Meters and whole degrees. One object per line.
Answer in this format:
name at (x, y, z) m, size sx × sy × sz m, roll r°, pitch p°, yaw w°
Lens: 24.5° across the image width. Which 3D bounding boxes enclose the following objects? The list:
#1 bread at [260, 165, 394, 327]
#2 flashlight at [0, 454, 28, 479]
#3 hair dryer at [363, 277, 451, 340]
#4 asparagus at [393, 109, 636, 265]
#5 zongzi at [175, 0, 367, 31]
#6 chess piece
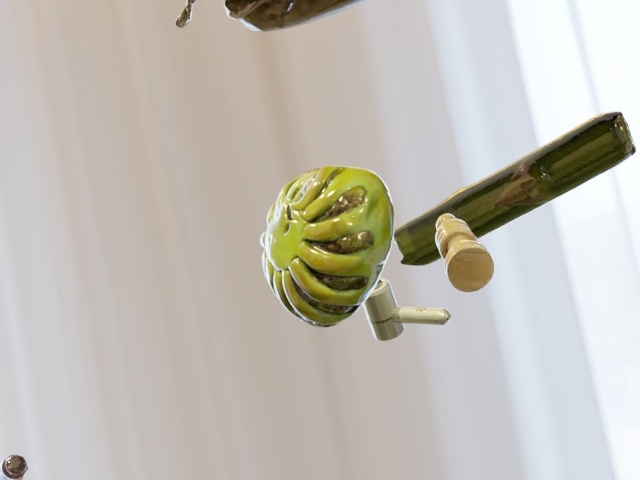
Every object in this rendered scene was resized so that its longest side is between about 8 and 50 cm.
bread at (0.000, 0.000, 1.141) m, size 0.071 × 0.130 × 0.139 m, roll 9°, pitch 14°, yaw -26°
flashlight at (-0.301, 0.227, 1.438) m, size 0.031 × 0.052 × 0.110 m, roll -16°, pitch -13°, yaw -25°
hair dryer at (0.123, 0.098, 2.069) m, size 0.137 × 0.082 × 0.047 m, roll 2°, pitch 33°, yaw 36°
asparagus at (0.204, -0.051, 1.553) m, size 0.277 × 0.060 × 0.067 m, roll -28°, pitch 26°, yaw 20°
zongzi at (0.132, -0.281, 1.469) m, size 0.467 × 0.218 × 0.500 m, roll 35°, pitch -69°, yaw -23°
chess piece at (0.100, 0.004, 1.074) m, size 0.035 × 0.035 × 0.092 m, roll -11°, pitch 23°, yaw -3°
